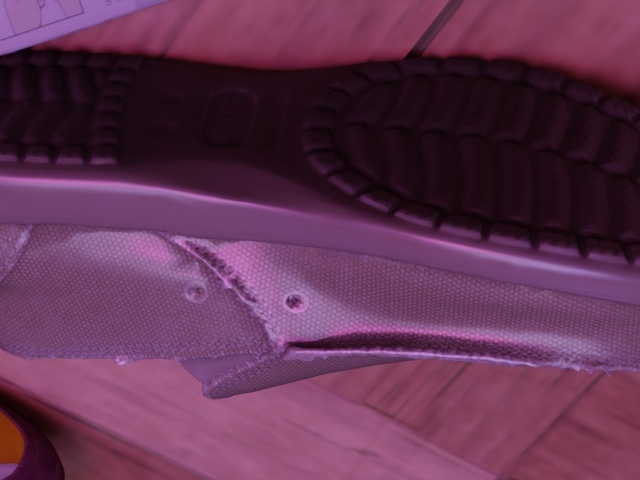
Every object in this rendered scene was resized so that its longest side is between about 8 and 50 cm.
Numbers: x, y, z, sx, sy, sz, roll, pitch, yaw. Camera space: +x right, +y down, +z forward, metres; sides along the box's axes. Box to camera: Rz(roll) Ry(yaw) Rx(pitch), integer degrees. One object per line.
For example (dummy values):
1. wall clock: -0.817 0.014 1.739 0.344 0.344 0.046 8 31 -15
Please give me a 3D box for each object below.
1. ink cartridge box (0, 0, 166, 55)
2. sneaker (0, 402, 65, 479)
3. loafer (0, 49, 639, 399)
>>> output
1. ink cartridge box: -0.147 -0.115 0.527 0.179 0.045 0.145 -19 125 -5
2. sneaker: -0.172 0.049 0.620 0.186 0.069 0.084 20 131 -12
3. loafer: 0.000 0.000 0.562 0.269 0.102 0.092 9 129 9
